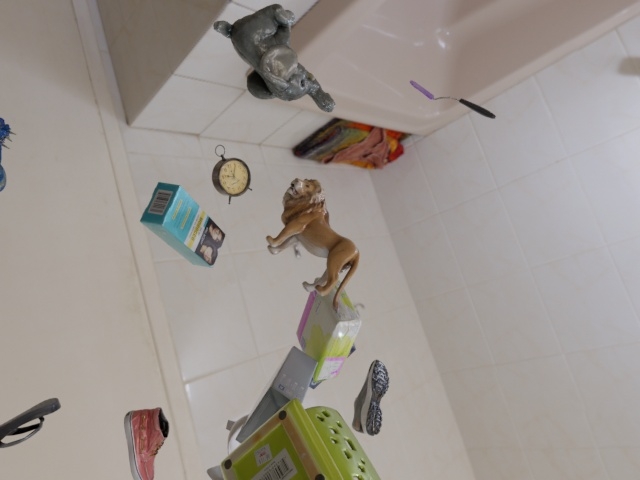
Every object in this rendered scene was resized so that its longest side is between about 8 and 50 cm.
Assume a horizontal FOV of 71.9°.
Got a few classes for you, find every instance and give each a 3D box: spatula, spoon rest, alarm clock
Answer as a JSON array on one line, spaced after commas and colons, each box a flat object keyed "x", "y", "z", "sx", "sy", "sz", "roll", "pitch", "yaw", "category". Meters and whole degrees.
[{"x": 0.420, "y": -0.448, "z": 1.412, "sx": 0.084, "sy": 0.296, "sz": 0.030, "roll": -54, "pitch": 164, "yaw": -59, "category": "spatula"}, {"x": -0.226, "y": 0.587, "z": 1.238, "sx": 0.137, "sy": 0.084, "sz": 0.276, "roll": 9, "pitch": 120, "yaw": -46, "category": "spoon rest"}, {"x": -0.308, "y": -0.230, "z": 1.482, "sx": 0.064, "sy": 0.192, "sz": 0.129, "roll": 13, "pitch": -140, "yaw": 43, "category": "alarm clock"}]

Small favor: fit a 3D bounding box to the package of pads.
[{"x": 0.019, "y": 0.300, "z": 1.483, "sx": 0.101, "sy": 0.229, "sz": 0.297, "roll": 1, "pitch": 126, "yaw": -25, "category": "package of pads"}]

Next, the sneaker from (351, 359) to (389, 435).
[{"x": 0.173, "y": 0.559, "z": 1.598, "sx": 0.100, "sy": 0.272, "sz": 0.108, "roll": 40, "pitch": 143, "yaw": -28, "category": "sneaker"}]

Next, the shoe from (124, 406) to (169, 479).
[{"x": -0.387, "y": 0.470, "z": 1.007, "sx": 0.081, "sy": 0.178, "sz": 0.063, "roll": -11, "pitch": -179, "yaw": 0, "category": "shoe"}]

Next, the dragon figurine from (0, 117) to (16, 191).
[{"x": -0.710, "y": -0.156, "z": 0.922, "sx": 0.144, "sy": 0.289, "sz": 0.085, "roll": -8, "pitch": 145, "yaw": -38, "category": "dragon figurine"}]

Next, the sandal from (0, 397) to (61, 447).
[{"x": -0.693, "y": 0.432, "z": 0.992, "sx": 0.254, "sy": 0.054, "sz": 0.097, "roll": -29, "pitch": -178, "yaw": 0, "category": "sandal"}]

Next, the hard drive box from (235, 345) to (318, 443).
[{"x": -0.107, "y": 0.411, "z": 1.154, "sx": 0.181, "sy": 0.089, "sz": 0.232, "roll": -57, "pitch": 178, "yaw": 15, "category": "hard drive box"}]

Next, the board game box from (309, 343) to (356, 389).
[{"x": 0.030, "y": 0.451, "z": 1.757, "sx": 0.243, "sy": 0.042, "sz": 0.165, "roll": -47, "pitch": -157, "yaw": 13, "category": "board game box"}]

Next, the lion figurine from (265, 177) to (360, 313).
[{"x": 0.000, "y": 0.000, "z": 1.253, "sx": 0.240, "sy": 0.392, "sz": 0.142, "roll": -37, "pitch": 158, "yaw": -16, "category": "lion figurine"}]

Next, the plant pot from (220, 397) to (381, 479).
[{"x": -0.039, "y": 0.450, "z": 0.823, "sx": 0.228, "sy": 0.227, "sz": 0.207, "roll": -41, "pitch": 136, "yaw": 0, "category": "plant pot"}]

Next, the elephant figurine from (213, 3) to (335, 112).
[{"x": -0.097, "y": -0.396, "z": 1.018, "sx": 0.186, "sy": 0.239, "sz": 0.169, "roll": -17, "pitch": -177, "yaw": 15, "category": "elephant figurine"}]

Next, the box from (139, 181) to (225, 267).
[{"x": -0.309, "y": -0.028, "z": 1.026, "sx": 0.060, "sy": 0.101, "sz": 0.244, "roll": 10, "pitch": 158, "yaw": 18, "category": "box"}]

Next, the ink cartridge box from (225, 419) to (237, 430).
[{"x": -0.237, "y": 0.566, "z": 1.336, "sx": 0.083, "sy": 0.028, "sz": 0.048, "roll": 24, "pitch": 158, "yaw": -32, "category": "ink cartridge box"}]
